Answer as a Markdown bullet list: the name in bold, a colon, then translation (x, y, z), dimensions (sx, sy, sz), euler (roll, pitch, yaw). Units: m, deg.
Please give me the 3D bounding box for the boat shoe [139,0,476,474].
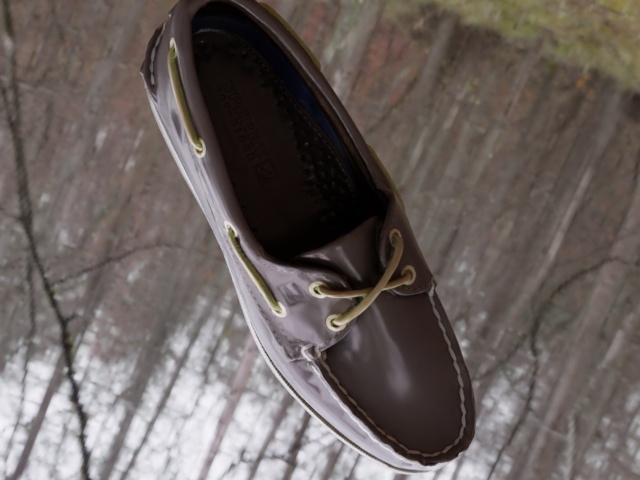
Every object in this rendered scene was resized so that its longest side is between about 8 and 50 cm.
- **boat shoe**: translation (0.000, 0.000, 0.634), dimensions (0.324, 0.117, 0.097), euler (61, 167, -1)
